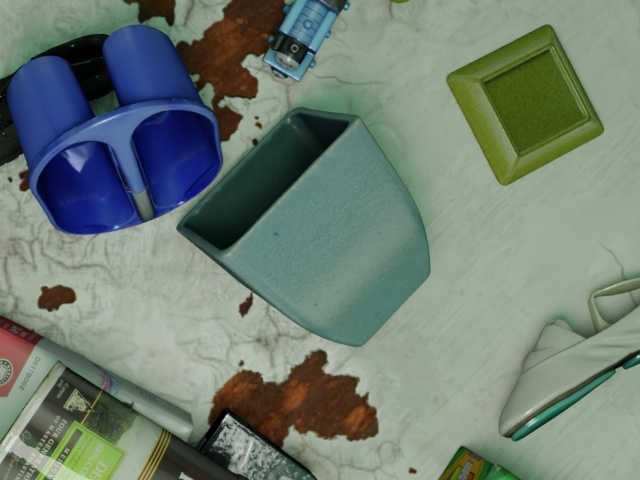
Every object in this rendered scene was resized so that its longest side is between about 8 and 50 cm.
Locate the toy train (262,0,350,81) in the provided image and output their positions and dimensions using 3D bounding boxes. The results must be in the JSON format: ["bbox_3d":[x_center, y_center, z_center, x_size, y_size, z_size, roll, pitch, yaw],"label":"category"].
[{"bbox_3d":[-0.015,-0.312,1.497,0.080,0.105,0.184,31,91,-6],"label":"toy train"}]

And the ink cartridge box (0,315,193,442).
[{"bbox_3d":[-0.351,0.268,1.416,0.306,0.131,0.226,28,84,-5],"label":"ink cartridge box"}]

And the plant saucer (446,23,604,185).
[{"bbox_3d":[0.311,-0.205,1.577,0.188,0.045,0.188,-28,92,-8],"label":"plant saucer"}]

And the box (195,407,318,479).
[{"bbox_3d":[-0.114,0.342,1.465,0.158,0.093,0.156,38,83,-4],"label":"box"}]

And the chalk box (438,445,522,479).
[{"bbox_3d":[0.209,0.461,1.465,0.180,0.179,0.289,34,83,-5],"label":"chalk box"}]

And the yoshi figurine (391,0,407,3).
[{"bbox_3d":[0.061,-0.514,1.485,0.203,0.203,0.362,-38,96,-15],"label":"yoshi figurine"}]

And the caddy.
[{"bbox_3d":[-0.252,-0.116,1.356,0.241,0.341,0.179,-21,74,-8],"label":"caddy"}]

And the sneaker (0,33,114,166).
[{"bbox_3d":[-0.391,-0.197,1.432,0.286,0.130,0.109,-38,95,-7],"label":"sneaker"}]

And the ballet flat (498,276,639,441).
[{"bbox_3d":[0.402,0.149,1.547,0.400,0.139,0.139,-27,91,-13],"label":"ballet flat"}]

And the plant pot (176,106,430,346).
[{"bbox_3d":[0.000,0.000,1.433,0.248,0.247,0.252,-46,112,-8],"label":"plant pot"}]

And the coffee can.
[{"bbox_3d":[-0.252,0.300,1.263,0.275,0.201,0.201,34,83,-7],"label":"coffee can"}]
